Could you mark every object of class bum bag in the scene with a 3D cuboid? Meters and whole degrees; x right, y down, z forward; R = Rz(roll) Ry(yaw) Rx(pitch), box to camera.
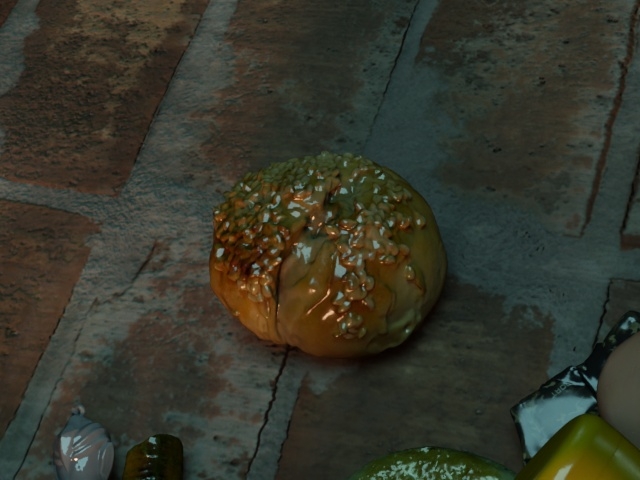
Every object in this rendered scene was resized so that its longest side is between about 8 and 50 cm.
[{"bbox_3d":[0.322,0.178,1.581,0.248,0.069,0.102,-37,90,-16],"label":"bum bag"}]

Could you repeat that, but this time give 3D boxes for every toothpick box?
[{"bbox_3d":[0.318,0.321,1.378,0.271,0.175,0.175,40,69,6],"label":"toothpick box"}]

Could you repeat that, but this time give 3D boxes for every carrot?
[{"bbox_3d":[-0.205,0.313,1.599,0.082,0.082,0.173,-6,52,9],"label":"carrot"}]

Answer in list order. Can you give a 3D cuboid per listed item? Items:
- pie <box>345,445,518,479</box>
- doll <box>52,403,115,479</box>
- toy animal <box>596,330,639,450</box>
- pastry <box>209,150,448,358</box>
[{"bbox_3d":[0.121,0.363,1.496,0.323,0.070,0.323,-7,49,8],"label":"pie"},{"bbox_3d":[-0.286,0.286,1.646,0.094,0.079,0.180,-21,64,26],"label":"doll"},{"bbox_3d":[0.466,0.153,1.477,0.326,0.237,0.269,7,98,-4],"label":"toy animal"},{"bbox_3d":[0.000,0.000,1.717,0.315,0.184,0.284,24,62,28],"label":"pastry"}]
